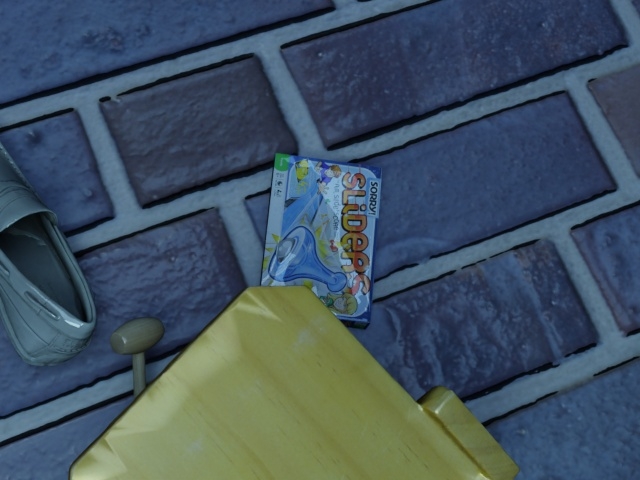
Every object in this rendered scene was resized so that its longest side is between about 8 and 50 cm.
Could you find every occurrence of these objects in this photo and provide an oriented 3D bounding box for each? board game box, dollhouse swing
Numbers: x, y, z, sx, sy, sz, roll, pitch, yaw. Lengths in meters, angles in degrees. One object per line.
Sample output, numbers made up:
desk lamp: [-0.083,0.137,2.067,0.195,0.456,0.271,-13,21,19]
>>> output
board game box: [0.000,0.000,1.205,0.136,0.035,0.201,7,71,-6]
dollhouse swing: [-0.046,0.259,0.965,0.305,0.315,0.347,41,71,7]

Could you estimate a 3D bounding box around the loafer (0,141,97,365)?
loafer: [-0.339,-0.016,1.107,0.112,0.111,0.320,-21,78,-52]

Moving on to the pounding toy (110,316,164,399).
pounding toy: [-0.109,0.183,1.112,0.154,0.155,0.270,-34,89,-46]
